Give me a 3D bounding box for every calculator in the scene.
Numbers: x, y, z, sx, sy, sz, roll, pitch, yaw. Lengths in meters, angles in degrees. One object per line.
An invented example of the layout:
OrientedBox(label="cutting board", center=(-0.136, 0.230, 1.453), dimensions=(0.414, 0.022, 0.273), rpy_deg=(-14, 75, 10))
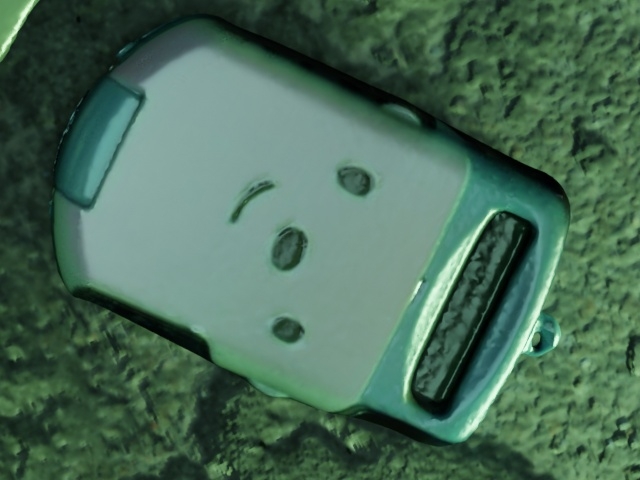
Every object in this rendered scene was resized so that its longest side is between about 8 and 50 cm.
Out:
OrientedBox(label="calculator", center=(0.000, 0.000, 0.893), dimensions=(0.293, 0.051, 0.173), rpy_deg=(24, 93, -14))

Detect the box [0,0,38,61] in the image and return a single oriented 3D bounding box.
OrientedBox(label="box", center=(-0.311, -0.146, 0.626), dimensions=(0.396, 0.111, 0.397), rpy_deg=(34, 96, -25))
